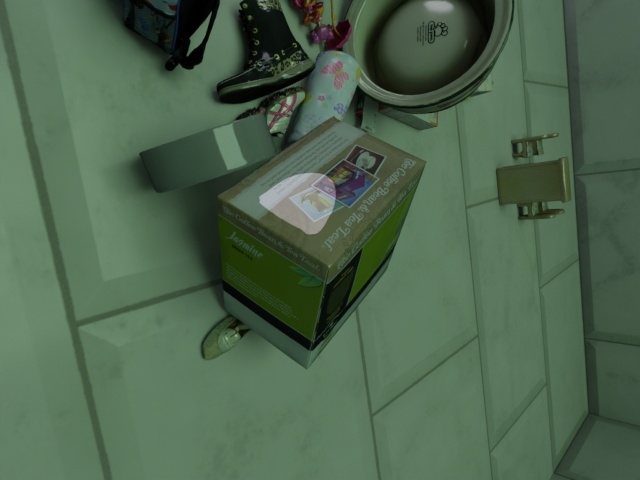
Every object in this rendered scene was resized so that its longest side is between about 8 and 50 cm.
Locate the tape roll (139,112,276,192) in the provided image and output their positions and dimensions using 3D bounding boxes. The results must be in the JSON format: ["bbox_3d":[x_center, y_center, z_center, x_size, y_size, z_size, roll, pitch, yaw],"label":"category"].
[{"bbox_3d":[-0.190,-0.152,0.734,0.219,0.219,0.072,-32,113,-39],"label":"tape roll"}]

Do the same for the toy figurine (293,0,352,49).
[{"bbox_3d":[0.009,-0.537,1.017,0.173,0.130,0.159,-27,120,-18],"label":"toy figurine"}]

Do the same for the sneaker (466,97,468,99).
[{"bbox_3d":[0.413,-0.569,1.391,0.295,0.109,0.124,38,69,-37],"label":"sneaker"}]

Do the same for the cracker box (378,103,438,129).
[{"bbox_3d":[0.267,-0.439,1.279,0.232,0.067,0.156,6,85,-45],"label":"cracker box"}]

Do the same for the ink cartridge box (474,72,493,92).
[{"bbox_3d":[0.555,-0.574,1.539,0.143,0.092,0.090,-20,103,-43],"label":"ink cartridge box"}]

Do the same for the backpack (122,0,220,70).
[{"bbox_3d":[-0.224,-0.470,0.675,0.213,0.263,0.277,27,71,-23],"label":"backpack"}]

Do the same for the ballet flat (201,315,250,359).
[{"bbox_3d":[-0.170,0.178,0.867,0.168,0.052,0.057,-45,120,-34],"label":"ballet flat"}]

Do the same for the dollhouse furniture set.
[{"bbox_3d":[0.965,-0.269,1.819,0.394,0.256,0.363,-17,102,-42],"label":"dollhouse furniture set"}]

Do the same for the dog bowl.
[{"bbox_3d":[0.266,-0.509,1.073,0.150,0.407,0.409,10,82,-65],"label":"dog bowl"}]

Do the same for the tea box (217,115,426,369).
[{"bbox_3d":[0.000,0.000,0.813,0.329,0.219,0.324,-44,157,-38],"label":"tea box"}]

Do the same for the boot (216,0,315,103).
[{"bbox_3d":[-0.141,-0.398,0.885,0.236,0.085,0.179,-31,99,-28],"label":"boot"}]

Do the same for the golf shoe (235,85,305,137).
[{"bbox_3d":[-0.099,-0.271,0.932,0.186,0.067,0.086,-43,122,-25],"label":"golf shoe"}]

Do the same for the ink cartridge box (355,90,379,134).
[{"bbox_3d":[0.128,-0.353,1.172,0.062,0.029,0.115,15,80,-43],"label":"ink cartridge box"}]

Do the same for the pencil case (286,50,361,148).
[{"bbox_3d":[0.012,-0.306,0.999,0.124,0.113,0.273,21,73,-18],"label":"pencil case"}]
